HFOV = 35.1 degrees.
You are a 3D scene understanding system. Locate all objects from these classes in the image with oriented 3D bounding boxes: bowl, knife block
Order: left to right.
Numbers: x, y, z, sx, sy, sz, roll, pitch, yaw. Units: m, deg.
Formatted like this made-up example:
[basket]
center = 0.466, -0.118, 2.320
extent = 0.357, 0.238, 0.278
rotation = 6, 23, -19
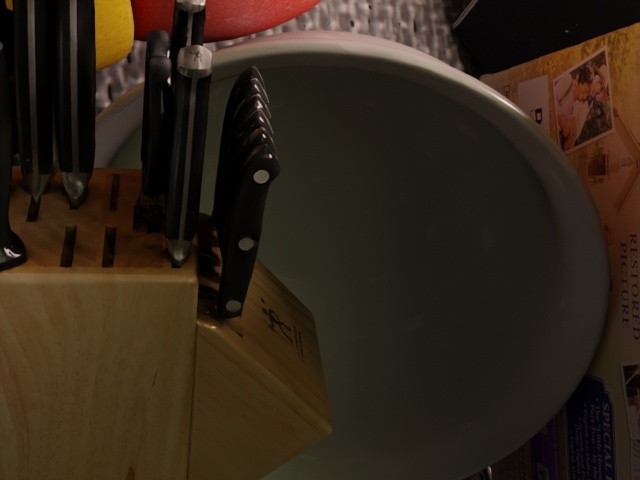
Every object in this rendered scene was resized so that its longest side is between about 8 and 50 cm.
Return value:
[knife block]
center = -0.120, 0.025, 0.437
extent = 0.242, 0.275, 0.088
rotation = 45, 18, -29
[bowl]
center = 0.000, 0.000, 0.568
extent = 0.298, 0.297, 0.134
rotation = 48, 25, -26

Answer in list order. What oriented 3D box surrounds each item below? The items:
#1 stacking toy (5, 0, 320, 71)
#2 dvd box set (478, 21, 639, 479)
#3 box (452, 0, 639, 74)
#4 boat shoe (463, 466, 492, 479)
[stacking toy]
center = -0.127, -0.185, 0.464
extent = 0.480, 0.350, 0.351
rotation = -37, 110, -19
[dvd box set]
center = 0.182, 0.044, 0.491
extent = 0.062, 0.420, 0.308
rotation = -4, 91, -12
[box]
center = 0.343, -0.142, 0.801
extent = 0.312, 0.179, 0.343
rotation = -32, 80, -37
[boat shoe]
center = 0.128, 0.099, 0.742
extent = 0.102, 0.092, 0.285
rotation = -22, 100, -38
